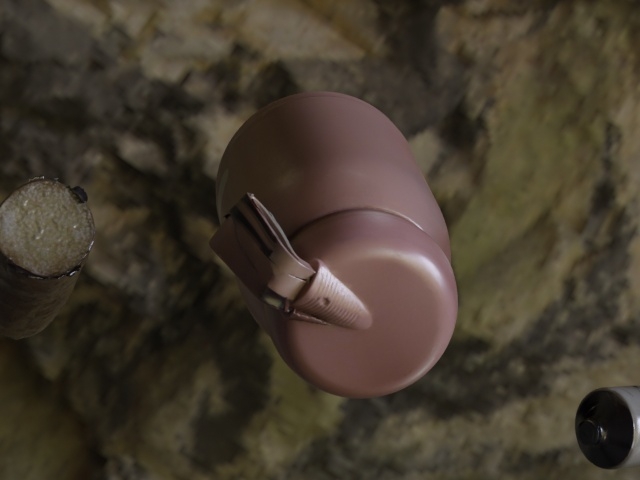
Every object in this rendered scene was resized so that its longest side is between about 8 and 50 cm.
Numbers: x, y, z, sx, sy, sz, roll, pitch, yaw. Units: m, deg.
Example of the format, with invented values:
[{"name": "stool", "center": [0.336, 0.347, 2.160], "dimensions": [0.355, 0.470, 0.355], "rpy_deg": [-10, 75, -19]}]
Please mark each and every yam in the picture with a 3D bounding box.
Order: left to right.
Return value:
[{"name": "yam", "center": [-0.216, 0.015, 1.383], "dimensions": [0.084, 0.084, 0.127], "rpy_deg": [34, -31, -4]}]

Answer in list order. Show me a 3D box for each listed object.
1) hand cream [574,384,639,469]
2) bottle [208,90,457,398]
[{"name": "hand cream", "center": [0.244, 0.125, 1.274], "dimensions": [0.087, 0.186, 0.054], "rpy_deg": [40, -61, 42]}, {"name": "bottle", "center": [0.000, 0.000, 1.437], "dimensions": [0.206, 0.297, 0.173], "rpy_deg": [32, -74, -20]}]
